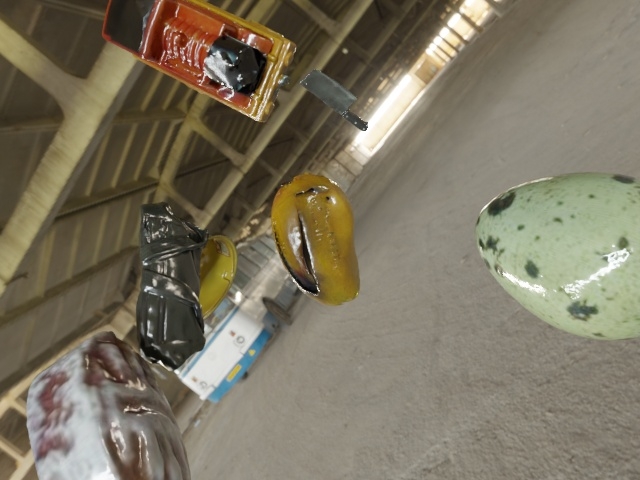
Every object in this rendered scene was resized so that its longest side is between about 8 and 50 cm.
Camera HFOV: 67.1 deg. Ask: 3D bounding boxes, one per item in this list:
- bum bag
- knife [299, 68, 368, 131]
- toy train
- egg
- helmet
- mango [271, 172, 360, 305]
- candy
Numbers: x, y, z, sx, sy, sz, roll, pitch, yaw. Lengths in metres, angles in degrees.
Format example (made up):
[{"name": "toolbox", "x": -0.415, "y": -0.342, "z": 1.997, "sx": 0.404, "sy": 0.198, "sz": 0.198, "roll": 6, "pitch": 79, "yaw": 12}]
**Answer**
[{"name": "bum bag", "x": -0.261, "y": 0.071, "z": 0.873, "sx": 0.080, "sy": 0.142, "sz": 0.326, "roll": -31, "pitch": 58, "yaw": 39}, {"name": "knife", "x": 0.056, "y": -0.367, "z": 1.276, "sx": 0.072, "sy": 0.245, "sz": 0.019, "roll": -30, "pitch": 47, "yaw": 36}, {"name": "toy train", "x": -0.234, "y": -0.367, "z": 0.902, "sx": 0.163, "sy": 0.369, "sz": 0.231, "roll": -65, "pitch": -14, "yaw": 18}, {"name": "egg", "x": 0.282, "y": 0.010, "z": 0.528, "sx": 0.177, "sy": 0.228, "sz": 0.177, "roll": -32, "pitch": -46, "yaw": -41}, {"name": "helmet", "x": -0.320, "y": 0.081, "z": 1.125, "sx": 0.257, "sy": 0.140, "sz": 0.205, "roll": -53, "pitch": -31, "yaw": -29}, {"name": "mango", "x": 0.000, "y": 0.000, "z": 0.884, "sx": 0.156, "sy": 0.248, "sz": 0.151, "roll": -23, "pitch": -2, "yaw": 1}, {"name": "candy", "x": -0.285, "y": 0.271, "z": 0.657, "sx": 0.157, "sy": 0.289, "sz": 0.214, "roll": -34, "pitch": -31, "yaw": -2}]
